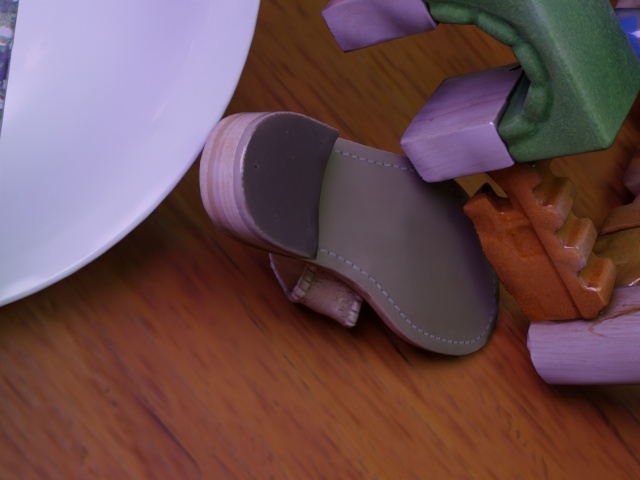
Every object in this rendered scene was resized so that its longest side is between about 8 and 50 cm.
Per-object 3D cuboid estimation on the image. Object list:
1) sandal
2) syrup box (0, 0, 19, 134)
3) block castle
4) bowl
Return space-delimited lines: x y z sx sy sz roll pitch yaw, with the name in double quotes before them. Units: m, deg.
"sandal" 0.001 -0.006 0.755 0.240 0.079 0.088 28 70 -53
"syrup box" -0.179 0.003 0.557 0.093 0.237 0.096 1 23 -29
"block castle" 0.160 -0.167 0.741 0.453 0.212 0.303 57 45 -27
"bowl" -0.183 -0.123 0.639 0.297 0.298 0.134 0 22 -30
